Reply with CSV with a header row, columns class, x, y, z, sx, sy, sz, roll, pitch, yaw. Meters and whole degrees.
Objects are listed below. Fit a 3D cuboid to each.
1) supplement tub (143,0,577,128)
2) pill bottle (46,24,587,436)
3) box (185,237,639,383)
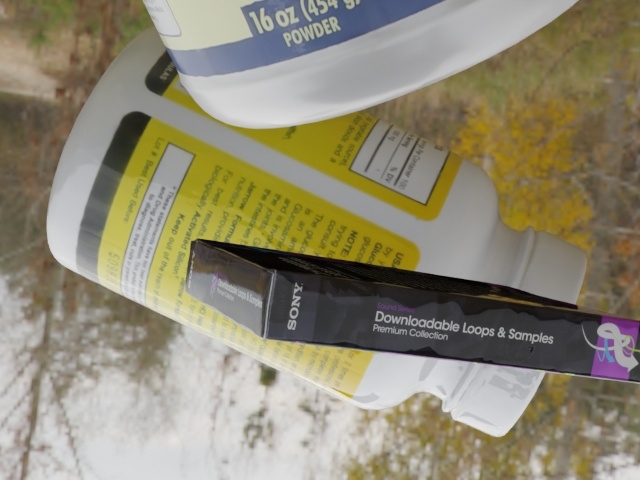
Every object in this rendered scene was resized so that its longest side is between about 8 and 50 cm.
class,x,y,z,sx,sy,sz,roll,pitch,yaw
supplement tub,-0.017,-0.242,0.521,0.235,0.325,0.235,-22,-159,9
pill bottle,0.000,0.000,0.771,0.334,0.188,0.188,26,-176,4
box,0.035,0.028,0.462,0.162,0.029,0.116,10,-178,-21
